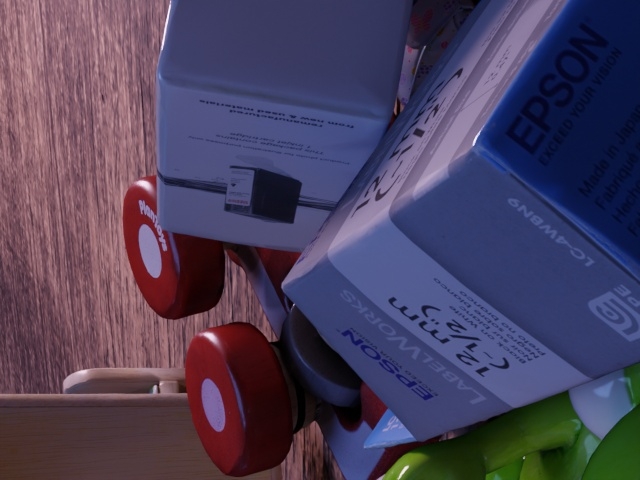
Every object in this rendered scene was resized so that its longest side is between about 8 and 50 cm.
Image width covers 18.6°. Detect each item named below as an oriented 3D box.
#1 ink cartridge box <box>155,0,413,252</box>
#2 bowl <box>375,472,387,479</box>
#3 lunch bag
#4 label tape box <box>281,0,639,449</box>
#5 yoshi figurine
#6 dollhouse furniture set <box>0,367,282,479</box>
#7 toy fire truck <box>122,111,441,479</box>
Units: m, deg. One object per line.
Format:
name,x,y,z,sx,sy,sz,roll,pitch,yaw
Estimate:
ink cartridge box,-0.016,-0.121,1.025,0.273,0.114,0.197,112,169,-75
bowl,0.111,0.178,1.136,0.053,0.142,0.142,-54,51,43
lunch bag,0.062,-0.131,1.181,0.071,0.053,0.083,61,148,36
label tape box,0.102,-0.055,0.838,0.115,0.249,0.348,38,159,-8
yoshi figurine,0.147,0.135,0.908,0.203,0.203,0.362,60,158,23
dollhouse furniture set,-0.199,0.279,1.707,0.394,0.256,0.362,119,149,-60
toy fire truck,0.000,0.000,1.263,0.302,0.169,0.254,64,153,27
